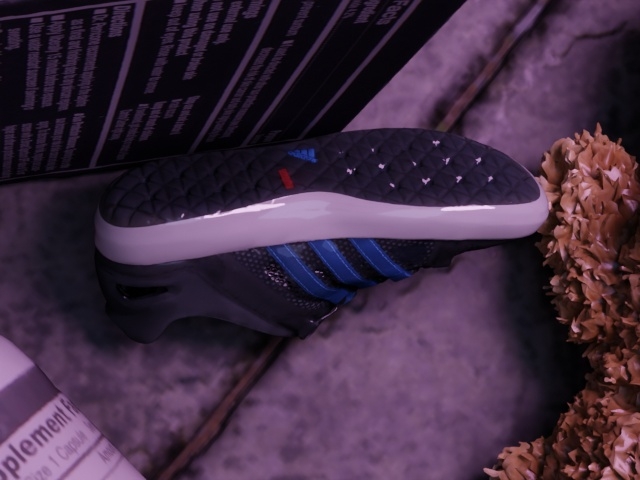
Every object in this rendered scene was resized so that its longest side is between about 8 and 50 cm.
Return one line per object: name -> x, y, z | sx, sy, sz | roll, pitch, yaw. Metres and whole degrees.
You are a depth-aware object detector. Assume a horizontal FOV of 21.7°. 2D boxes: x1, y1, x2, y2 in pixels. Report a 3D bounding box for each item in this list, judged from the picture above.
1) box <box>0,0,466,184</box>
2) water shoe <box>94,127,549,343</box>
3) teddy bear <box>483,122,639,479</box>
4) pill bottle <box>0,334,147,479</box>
box -> -0.117, -0.131, 0.635 | 0.294, 0.296, 0.182 | -8, 83, -13
water shoe -> 0.000, 0.000, 0.755 | 0.203, 0.073, 0.080 | -3, 126, -7
teddy bear -> 0.203, 0.020, 0.750 | 0.245, 0.113, 0.338 | 4, 85, 11
pill bottle -> -0.137, 0.165, 0.633 | 0.361, 0.204, 0.204 | 45, 76, -1
